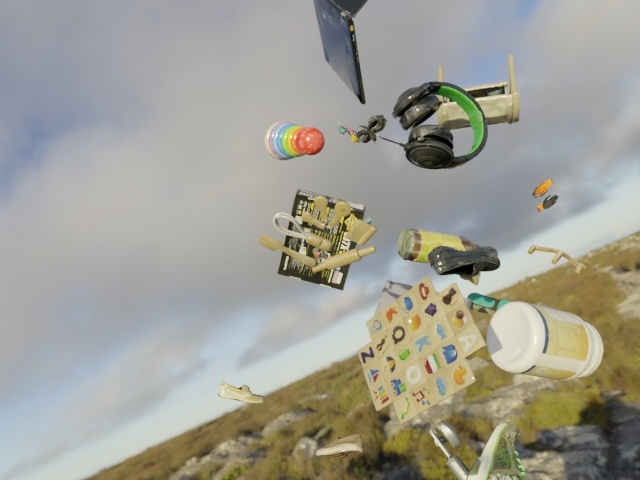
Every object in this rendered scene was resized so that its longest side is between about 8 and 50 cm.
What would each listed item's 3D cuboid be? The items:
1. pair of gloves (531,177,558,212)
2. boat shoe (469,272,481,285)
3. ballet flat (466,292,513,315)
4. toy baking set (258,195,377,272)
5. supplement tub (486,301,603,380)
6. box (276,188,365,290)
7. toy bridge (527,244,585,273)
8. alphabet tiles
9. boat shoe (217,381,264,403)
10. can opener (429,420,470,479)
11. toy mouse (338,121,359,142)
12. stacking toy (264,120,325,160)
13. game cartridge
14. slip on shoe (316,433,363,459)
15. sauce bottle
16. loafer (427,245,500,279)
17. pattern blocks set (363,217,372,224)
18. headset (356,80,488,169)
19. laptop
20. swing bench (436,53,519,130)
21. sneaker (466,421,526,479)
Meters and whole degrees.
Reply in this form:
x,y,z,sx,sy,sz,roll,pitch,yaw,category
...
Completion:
x,y,z,sx,sy,sz,roll,pitch,yaw,category
0.642,-0.128,1.545,0.074,0.083,0.010,-34,25,-6,pair of gloves
0.543,0.124,2.046,0.153,0.048,0.056,25,-22,-28,boat shoe
0.629,0.243,1.937,0.072,0.213,0.068,-54,-36,-27,ballet flat
-0.002,-0.009,1.229,0.256,0.197,0.030,-24,30,25,toy baking set
0.734,0.334,1.771,0.316,0.228,0.228,14,-30,-24,supplement tub
0.000,0.000,1.960,0.257,0.322,0.079,13,20,-1,box
0.820,0.057,1.872,0.063,0.188,0.026,-36,-42,-37,toy bridge
0.233,0.265,1.328,0.011,0.285,0.342,20,-50,-40,alphabet tiles
-0.217,0.425,1.514,0.135,0.045,0.050,17,-13,-21,boat shoe
0.486,0.759,1.873,0.095,0.283,0.076,-42,-28,5,can opener
0.120,-0.461,2.321,0.161,0.143,0.031,-9,-46,-58,toy mouse
-0.077,-0.338,1.818,0.141,0.141,0.330,-20,16,-19,stacking toy
0.360,0.289,1.996,0.355,0.230,0.068,11,-10,42,game cartridge
0.045,0.483,1.270,0.051,0.041,0.135,30,-42,-29,slip on shoe
0.430,0.032,1.803,0.344,0.111,0.111,7,-24,-18,sauce bottle
0.368,0.065,1.369,0.223,0.078,0.076,6,-33,-29,loafer
0.117,0.034,2.455,0.285,0.026,0.325,-32,-21,-31,pattern blocks set
0.284,-0.313,1.450,0.394,0.243,0.185,-13,-11,-19,headset
0.136,-0.694,1.616,0.236,0.382,0.408,-19,-49,-5,laptop
0.524,-0.471,1.815,0.253,0.254,0.165,-3,-44,17,swing bench
0.589,0.743,1.724,0.410,0.182,0.158,-27,-46,-50,sneaker
